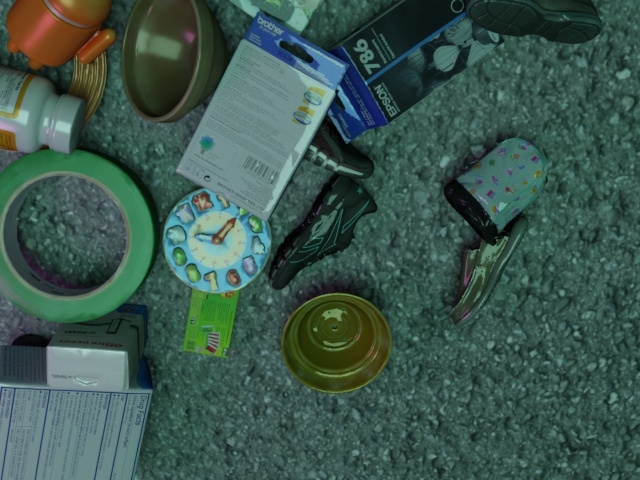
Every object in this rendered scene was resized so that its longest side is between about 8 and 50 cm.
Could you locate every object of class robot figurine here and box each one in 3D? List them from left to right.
[{"bbox_3d":[-0.427,-0.374,1.337,0.219,0.128,0.158,-34,81,35],"label":"robot figurine"}]

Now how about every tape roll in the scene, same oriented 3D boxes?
[{"bbox_3d":[-0.463,-0.011,1.507,0.321,0.077,0.321,0,98,-2],"label":"tape roll"}]

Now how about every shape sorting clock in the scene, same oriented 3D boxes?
[{"bbox_3d":[-0.196,-0.001,1.546,0.206,0.040,0.206,0,92,-4],"label":"shape sorting clock"}]

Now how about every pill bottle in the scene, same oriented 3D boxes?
[{"bbox_3d":[-0.538,-0.228,1.397,0.245,0.136,0.136,15,108,-7],"label":"pill bottle"}]

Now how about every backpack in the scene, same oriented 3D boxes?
[{"bbox_3d":[0.336,-0.101,1.501,0.182,0.115,0.152,-39,74,2],"label":"backpack"}]

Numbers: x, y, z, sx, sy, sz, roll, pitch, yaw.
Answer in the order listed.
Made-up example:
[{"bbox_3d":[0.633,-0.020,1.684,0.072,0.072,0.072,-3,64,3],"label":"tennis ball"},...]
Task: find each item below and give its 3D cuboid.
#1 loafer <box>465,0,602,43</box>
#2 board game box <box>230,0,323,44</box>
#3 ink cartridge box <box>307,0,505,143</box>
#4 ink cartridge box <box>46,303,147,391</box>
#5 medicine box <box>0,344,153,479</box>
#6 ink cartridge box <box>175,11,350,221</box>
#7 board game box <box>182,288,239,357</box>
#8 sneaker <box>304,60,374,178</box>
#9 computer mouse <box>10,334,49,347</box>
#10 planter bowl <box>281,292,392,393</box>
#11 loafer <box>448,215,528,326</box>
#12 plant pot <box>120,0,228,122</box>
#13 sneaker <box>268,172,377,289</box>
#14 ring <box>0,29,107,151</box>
[{"bbox_3d":[0.363,-0.405,1.404,0.267,0.096,0.084,6,69,-24],"label":"loafer"},{"bbox_3d":[-0.051,-0.520,1.366,0.224,0.097,0.303,34,104,-13],"label":"board game box"},{"bbox_3d":[0.145,-0.323,1.416,0.332,0.065,0.165,-36,108,-5],"label":"ink cartridge box"},{"bbox_3d":[-0.419,0.197,1.547,0.148,0.203,0.086,4,109,-4],"label":"ink cartridge box"},{"bbox_3d":[-0.498,0.360,1.595,0.289,0.149,0.263,7,110,-23],"label":"medicine box"},{"bbox_3d":[-0.098,-0.210,1.400,0.185,0.065,0.311,30,108,0],"label":"ink cartridge box"},{"bbox_3d":[-0.214,0.137,1.618,0.092,0.043,0.181,10,109,-6],"label":"board game box"},{"bbox_3d":[-0.004,-0.230,1.466,0.281,0.106,0.162,25,104,-9],"label":"sneaker"},{"bbox_3d":[-0.580,0.330,1.664,0.184,0.060,0.262,23,107,-9],"label":"computer mouse"},{"bbox_3d":[0.030,0.188,1.619,0.217,0.090,0.217,0,109,-1],"label":"planter bowl"},{"bbox_3d":[0.313,0.052,1.592,0.087,0.094,0.251,30,97,14],"label":"loafer"},{"bbox_3d":[-0.234,-0.318,1.396,0.109,0.237,0.237,-1,116,-44],"label":"plant pot"},{"bbox_3d":[0.000,0.000,1.548,0.106,0.101,0.267,34,105,-15],"label":"sneaker"},{"bbox_3d":[-0.549,-0.324,1.452,0.336,0.032,0.337,-1,110,-3],"label":"ring"}]
